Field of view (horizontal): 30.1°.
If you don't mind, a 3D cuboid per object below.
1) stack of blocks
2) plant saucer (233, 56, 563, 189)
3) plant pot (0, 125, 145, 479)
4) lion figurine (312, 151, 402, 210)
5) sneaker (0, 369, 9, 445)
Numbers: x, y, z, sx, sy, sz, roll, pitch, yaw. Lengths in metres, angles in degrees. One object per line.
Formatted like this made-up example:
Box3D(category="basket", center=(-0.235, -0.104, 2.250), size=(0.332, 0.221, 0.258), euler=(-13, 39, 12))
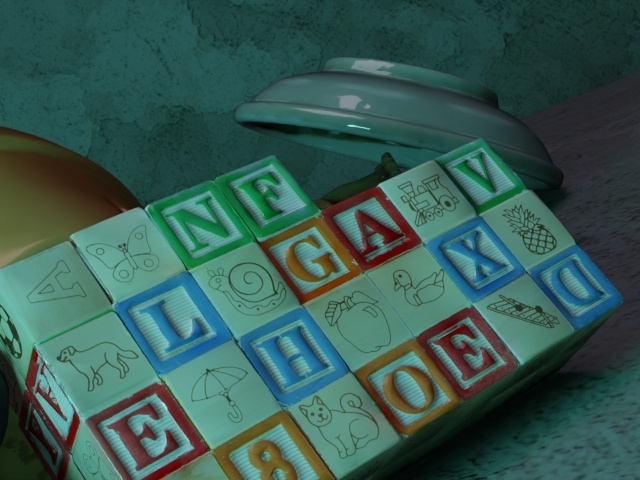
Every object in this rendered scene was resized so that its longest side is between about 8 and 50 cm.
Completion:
Box3D(category="stack of blocks", center=(-0.005, 0.047, 0.637), size=(0.297, 0.171, 0.087), euler=(-25, -22, -32))
Box3D(category="plant saucer", center=(0.099, -0.147, 1.430), size=(0.401, 0.100, 0.400), euler=(11, 1, 0))
Box3D(category="plant pot", center=(-0.186, 0.077, 0.748), size=(0.291, 0.290, 0.203), euler=(-26, 24, -33))
Box3D(category="lion figurine", center=(0.000, 0.000, 1.433), size=(0.240, 0.142, 0.392), euler=(-30, -8, 2))
Box3D(category="sneaker", center=(-0.202, 0.144, 0.469), size=(0.121, 0.111, 0.300), euler=(-2, 30, 24))
